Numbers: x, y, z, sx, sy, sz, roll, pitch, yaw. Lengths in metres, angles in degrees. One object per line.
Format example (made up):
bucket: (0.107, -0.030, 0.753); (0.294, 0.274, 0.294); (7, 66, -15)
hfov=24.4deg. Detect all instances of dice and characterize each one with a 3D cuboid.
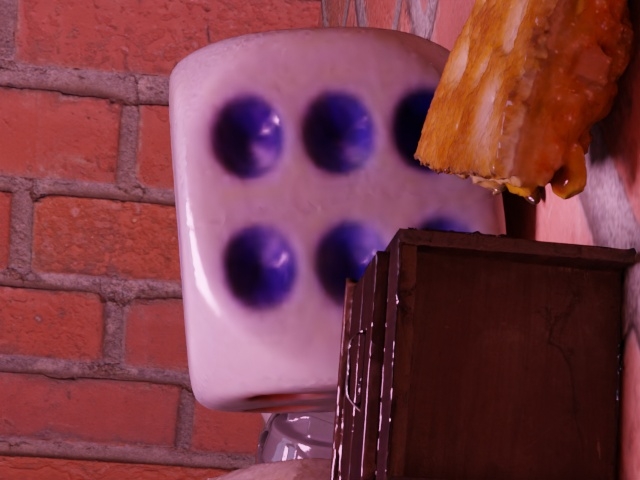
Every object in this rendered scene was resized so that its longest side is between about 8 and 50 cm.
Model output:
dice: (0.007, -0.007, 1.324); (0.304, 0.277, 0.304); (121, 147, -78)

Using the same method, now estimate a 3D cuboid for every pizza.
pizza: (0.156, -0.162, 1.051); (0.258, 0.087, 0.268); (-143, 68, -77)

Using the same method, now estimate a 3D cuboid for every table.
table: (0.100, 0.097, 0.996); (0.193, 0.172, 0.169); (119, 155, -77)

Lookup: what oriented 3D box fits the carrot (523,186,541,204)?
carrot: (0.158, -0.107, 1.278); (0.254, 0.049, 0.049); (-100, 16, -53)

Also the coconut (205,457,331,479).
coconut: (-0.020, 0.368, 1.126); (0.346, 0.346, 0.360); (104, 177, -57)

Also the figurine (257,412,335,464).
figurine: (0.012, 0.265, 1.723); (0.342, 0.167, 0.284); (-116, 33, -78)

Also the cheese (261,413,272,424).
cheese: (-0.023, 0.199, 2.189); (0.189, 0.154, 0.198); (-86, 2, -70)
